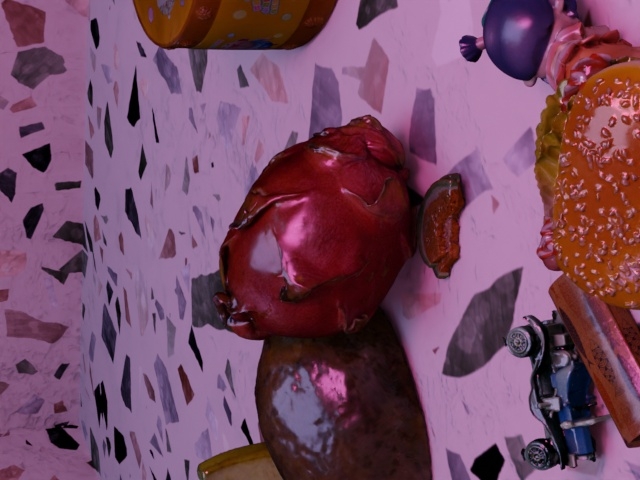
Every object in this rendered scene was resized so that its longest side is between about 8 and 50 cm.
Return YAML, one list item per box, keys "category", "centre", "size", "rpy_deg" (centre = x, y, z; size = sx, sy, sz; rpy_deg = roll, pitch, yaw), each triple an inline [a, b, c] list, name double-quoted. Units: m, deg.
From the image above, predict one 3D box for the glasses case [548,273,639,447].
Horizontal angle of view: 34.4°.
- category: "glasses case"
  centre: [0.271, 0.105, 0.969]
  size: [0.064, 0.041, 0.170]
  rpy_deg: [117, 140, -50]

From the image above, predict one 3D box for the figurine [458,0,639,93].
- category: "figurine"
  centre: [0.214, -0.185, 0.945]
  size: [0.195, 0.102, 0.111]
  rpy_deg: [-128, 42, -50]

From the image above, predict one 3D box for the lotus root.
- category: "lotus root"
  centre: [0.031, 0.233, 1.383]
  size: [0.142, 0.210, 0.314]
  rpy_deg: [149, 100, -76]

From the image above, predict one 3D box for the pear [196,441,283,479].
- category: "pear"
  centre: [-0.059, 0.477, 1.585]
  size: [0.318, 0.239, 0.342]
  rpy_deg: [130, 124, -74]

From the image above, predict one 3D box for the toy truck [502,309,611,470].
- category: "toy truck"
  centre: [0.240, 0.145, 1.012]
  size: [0.078, 0.080, 0.154]
  rpy_deg: [-13, 84, 44]

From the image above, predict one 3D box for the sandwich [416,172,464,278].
- category: "sandwich"
  centre: [0.142, -0.019, 1.232]
  size: [0.067, 0.029, 0.135]
  rpy_deg: [-135, 44, -55]

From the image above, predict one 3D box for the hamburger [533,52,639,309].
- category: "hamburger"
  centre: [0.254, -0.046, 0.835]
  size: [0.173, 0.116, 0.210]
  rpy_deg: [25, 121, 37]

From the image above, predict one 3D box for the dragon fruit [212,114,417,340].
- category: "dragon fruit"
  centre: [-0.003, 0.003, 1.293]
  size: [0.250, 0.315, 0.250]
  rpy_deg: [48, 176, 4]

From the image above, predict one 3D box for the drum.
- category: "drum"
  centre: [-0.135, -0.485, 1.503]
  size: [0.431, 0.214, 0.431]
  rpy_deg: [174, 90, -66]
